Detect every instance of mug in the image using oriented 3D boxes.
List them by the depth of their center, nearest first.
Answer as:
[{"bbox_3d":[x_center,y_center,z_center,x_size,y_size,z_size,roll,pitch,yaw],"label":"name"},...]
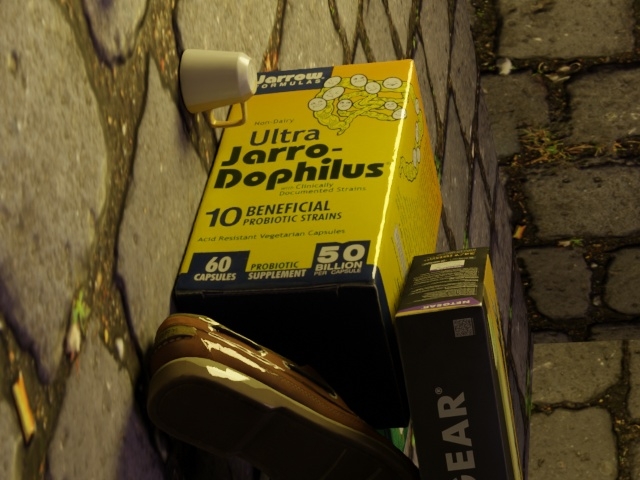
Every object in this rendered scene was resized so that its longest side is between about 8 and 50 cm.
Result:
[{"bbox_3d":[-0.094,-0.152,1.661,0.078,0.064,0.062,60,29,-62],"label":"mug"}]

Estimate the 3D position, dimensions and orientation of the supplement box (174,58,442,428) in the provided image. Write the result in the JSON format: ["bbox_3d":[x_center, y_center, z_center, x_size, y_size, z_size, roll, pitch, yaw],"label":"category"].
[{"bbox_3d":[0.000,0.000,1.738,0.356,0.194,0.195,-78,160,-49],"label":"supplement box"}]

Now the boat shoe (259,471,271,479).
[{"bbox_3d":[-0.016,0.272,1.821,0.114,0.091,0.302,51,38,-68],"label":"boat shoe"}]

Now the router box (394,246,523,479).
[{"bbox_3d":[0.138,0.181,1.595,0.243,0.081,0.308,-62,143,-76],"label":"router box"}]

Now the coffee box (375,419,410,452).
[{"bbox_3d":[0.097,0.227,2.407,0.184,0.040,0.113,-72,156,-55],"label":"coffee box"}]

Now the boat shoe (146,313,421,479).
[{"bbox_3d":[-0.019,0.159,1.545,0.307,0.111,0.104,36,30,-28],"label":"boat shoe"}]
